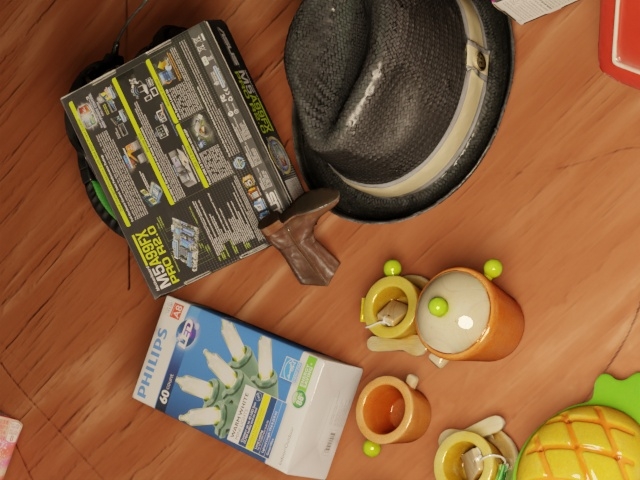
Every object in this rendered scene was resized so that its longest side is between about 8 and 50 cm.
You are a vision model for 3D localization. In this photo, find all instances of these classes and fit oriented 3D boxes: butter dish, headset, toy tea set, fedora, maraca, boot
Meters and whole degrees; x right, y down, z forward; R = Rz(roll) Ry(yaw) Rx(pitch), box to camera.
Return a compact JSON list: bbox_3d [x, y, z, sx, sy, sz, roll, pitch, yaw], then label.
[{"bbox_3d":[0.363,-0.223,1.373,0.160,0.118,0.160,30,138,39],"label":"butter dish"},{"bbox_3d":[-0.231,-0.189,1.763,0.243,0.185,0.394,-21,76,31],"label":"headset"},{"bbox_3d":[0.100,0.172,1.442,0.200,0.124,0.336,-7,73,36],"label":"toy tea set"},{"bbox_3d":[0.054,-0.192,1.568,0.334,0.152,0.334,-12,69,35],"label":"fedora"},{"bbox_3d":[0.263,0.203,1.332,0.186,0.099,0.127,-44,56,-13],"label":"maraca"},{"bbox_3d":[0.000,0.000,1.593,0.106,0.114,0.037,-23,37,21],"label":"boot"}]

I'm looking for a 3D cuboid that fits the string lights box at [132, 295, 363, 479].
[{"bbox_3d":[-0.088,0.165,1.617,0.260,0.077,0.133,18,89,39],"label":"string lights box"}]

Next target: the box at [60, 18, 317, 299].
[{"bbox_3d":[-0.156,-0.095,1.666,0.216,0.060,0.270,-25,90,21],"label":"box"}]

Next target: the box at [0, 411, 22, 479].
[{"bbox_3d":[-0.555,0.253,1.803,0.154,0.300,0.142,14,84,38],"label":"box"}]

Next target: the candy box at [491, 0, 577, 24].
[{"bbox_3d":[0.285,-0.348,1.491,0.233,0.071,0.159,-20,65,31],"label":"candy box"}]
